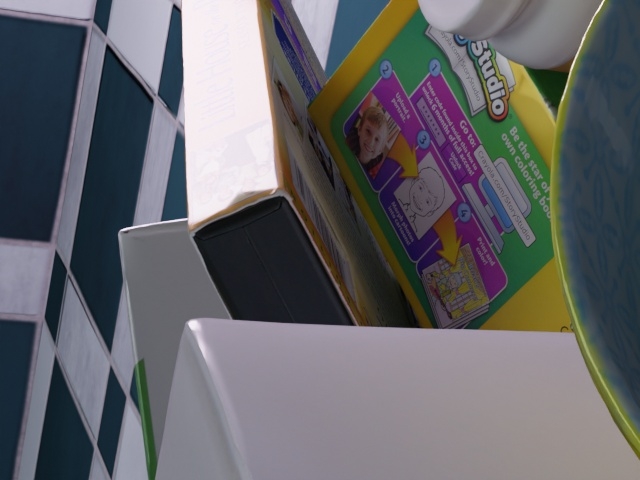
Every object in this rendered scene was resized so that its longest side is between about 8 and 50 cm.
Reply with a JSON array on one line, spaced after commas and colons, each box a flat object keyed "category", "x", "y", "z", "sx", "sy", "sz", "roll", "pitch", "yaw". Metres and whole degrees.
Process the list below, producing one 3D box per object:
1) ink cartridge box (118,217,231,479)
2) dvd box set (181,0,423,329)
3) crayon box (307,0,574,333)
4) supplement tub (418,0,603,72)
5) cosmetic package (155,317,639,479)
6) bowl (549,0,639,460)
[{"category": "ink cartridge box", "x": -0.056, "y": 0.079, "z": 1.299, "sx": 0.278, "sy": 0.117, "sz": 0.201, "roll": -14, "pitch": -83, "yaw": -82}, {"category": "dvd box set", "x": 0.000, "y": 0.000, "z": 1.094, "sx": 0.420, "sy": 0.062, "sz": 0.308, "roll": -100, "pitch": -15, "yaw": -59}, {"category": "crayon box", "x": 0.116, "y": -0.019, "z": 0.949, "sx": 0.165, "sy": 0.081, "sz": 0.278, "roll": -49, "pitch": 60, "yaw": 43}, {"category": "supplement tub", "x": 0.161, "y": -0.151, "z": 0.852, "sx": 0.144, "sy": 0.199, "sz": 0.144, "roll": -174, "pitch": 90, "yaw": -70}, {"category": "cosmetic package", "x": 0.102, "y": 0.281, "z": 0.665, "sx": 0.327, "sy": 0.329, "sz": 0.394, "roll": -118, "pitch": 36, "yaw": -58}, {"category": "bowl", "x": 0.224, "y": 0.011, "z": 0.593, "sx": 0.156, "sy": 0.289, "sz": 0.289, "roll": 71, "pitch": -163, "yaw": -70}]
